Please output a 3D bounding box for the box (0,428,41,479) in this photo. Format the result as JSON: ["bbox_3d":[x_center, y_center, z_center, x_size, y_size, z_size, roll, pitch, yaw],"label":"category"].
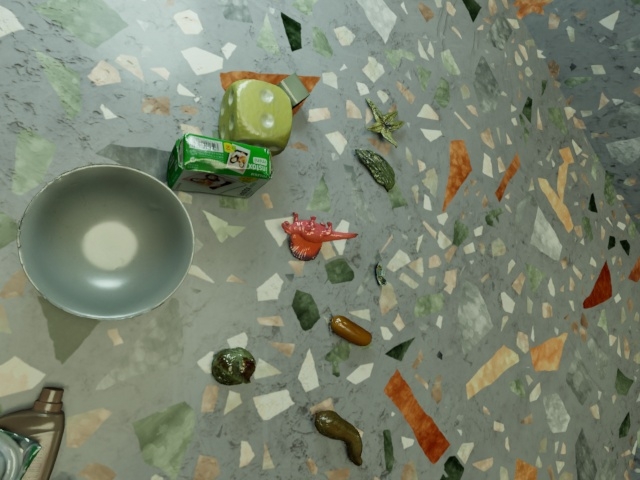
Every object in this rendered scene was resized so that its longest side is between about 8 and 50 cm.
[{"bbox_3d":[-0.737,0.432,0.728,0.336,0.106,0.264,27,70,-9],"label":"box"}]

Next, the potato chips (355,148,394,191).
[{"bbox_3d":[0.201,-0.269,1.495,0.207,0.028,0.092,44,62,-20],"label":"potato chips"}]

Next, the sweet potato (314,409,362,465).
[{"bbox_3d":[0.067,0.587,1.262,0.081,0.062,0.233,-45,110,-12],"label":"sweet potato"}]

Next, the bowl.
[{"bbox_3d":[-0.481,0.009,0.964,0.345,0.157,0.346,5,81,-30],"label":"bowl"}]

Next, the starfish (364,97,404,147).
[{"bbox_3d":[0.228,-0.431,1.523,0.223,0.050,0.217,-28,91,-43],"label":"starfish"}]

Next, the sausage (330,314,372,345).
[{"bbox_3d":[0.100,0.293,1.330,0.183,0.054,0.062,37,96,-24],"label":"sausage"}]

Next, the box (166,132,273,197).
[{"bbox_3d":[-0.268,-0.193,1.113,0.250,0.180,0.103,5,76,-29],"label":"box"}]

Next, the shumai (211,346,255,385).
[{"bbox_3d":[-0.221,0.340,1.110,0.123,0.087,0.099,-3,85,-30],"label":"shumai"}]

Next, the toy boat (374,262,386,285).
[{"bbox_3d":[0.207,0.116,1.432,0.038,0.038,0.083,-16,91,-32],"label":"toy boat"}]

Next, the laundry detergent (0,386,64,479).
[{"bbox_3d":[-0.632,0.423,0.856,0.171,0.076,0.237,16,74,-24],"label":"laundry detergent"}]

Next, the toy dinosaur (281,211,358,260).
[{"bbox_3d":[-0.005,0.006,1.315,0.286,0.070,0.139,17,84,-31],"label":"toy dinosaur"}]

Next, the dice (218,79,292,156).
[{"bbox_3d":[-0.187,-0.340,1.190,0.169,0.166,0.170,2,81,-30],"label":"dice"}]

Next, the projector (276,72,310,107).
[{"bbox_3d":[-0.096,-0.462,1.313,0.083,0.083,0.082,-44,105,-28],"label":"projector"}]
